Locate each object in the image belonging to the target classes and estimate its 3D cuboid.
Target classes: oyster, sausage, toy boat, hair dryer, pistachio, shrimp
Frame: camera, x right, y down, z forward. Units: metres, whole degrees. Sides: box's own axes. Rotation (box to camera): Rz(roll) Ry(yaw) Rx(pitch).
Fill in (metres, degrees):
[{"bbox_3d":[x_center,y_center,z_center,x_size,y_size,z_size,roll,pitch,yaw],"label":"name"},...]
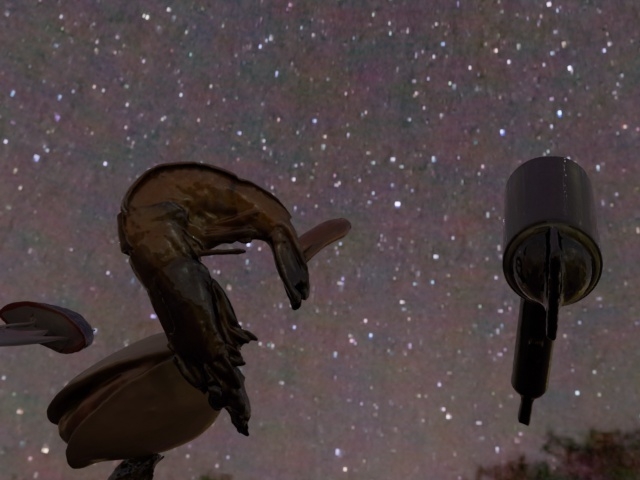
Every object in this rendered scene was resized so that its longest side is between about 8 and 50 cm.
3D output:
[{"bbox_3d":[-0.232,0.299,0.880,0.051,0.148,0.103,45,-54,-13],"label":"oyster"},{"bbox_3d":[-0.001,0.000,1.200,0.040,0.177,0.047,16,-62,27],"label":"sausage"},{"bbox_3d":[-0.500,0.152,1.251,0.219,0.072,0.318,10,2,7],"label":"toy boat"},{"bbox_3d":[0.189,0.076,0.645,0.078,0.195,0.248,4,-62,14],"label":"hair dryer"},{"bbox_3d":[-0.203,0.181,0.880,0.215,0.144,0.144,-22,-23,-28],"label":"pistachio"},{"bbox_3d":[-0.092,0.044,0.782,0.178,0.289,0.075,-24,-18,-17],"label":"shrimp"}]
